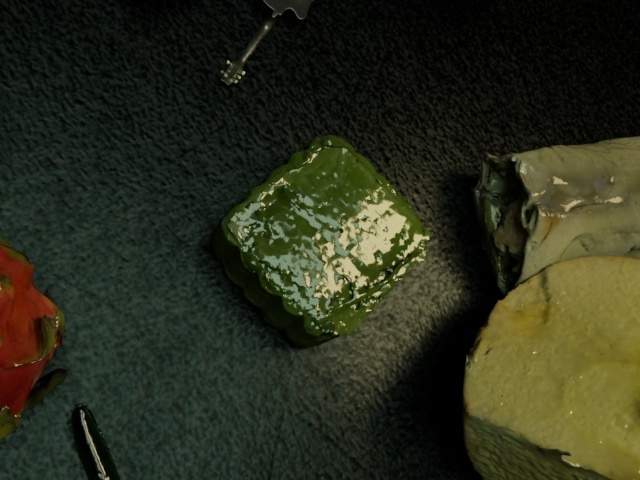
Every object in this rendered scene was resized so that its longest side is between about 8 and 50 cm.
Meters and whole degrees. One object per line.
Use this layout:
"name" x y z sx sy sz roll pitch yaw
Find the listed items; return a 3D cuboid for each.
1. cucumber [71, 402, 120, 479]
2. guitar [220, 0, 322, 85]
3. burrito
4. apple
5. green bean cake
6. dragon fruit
"cucumber" -0.230 0.262 0.865 0.036 0.033 0.184 -14 83 -46
"guitar" -0.062 -0.289 1.041 0.088 0.025 0.233 36 69 -10
"burrito" 0.372 -0.053 1.090 0.332 0.135 0.190 -12 76 -25
"apple" 0.337 0.182 0.968 0.314 0.252 0.309 48 55 -11
"green bean cake" 0.000 0.000 0.956 0.200 0.113 0.214 47 69 -6
"dragon fruit" -0.349 0.088 0.763 0.224 0.227 0.224 3 84 -25
